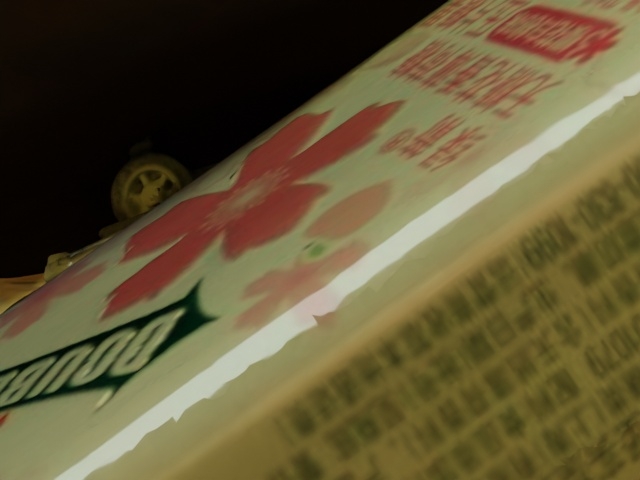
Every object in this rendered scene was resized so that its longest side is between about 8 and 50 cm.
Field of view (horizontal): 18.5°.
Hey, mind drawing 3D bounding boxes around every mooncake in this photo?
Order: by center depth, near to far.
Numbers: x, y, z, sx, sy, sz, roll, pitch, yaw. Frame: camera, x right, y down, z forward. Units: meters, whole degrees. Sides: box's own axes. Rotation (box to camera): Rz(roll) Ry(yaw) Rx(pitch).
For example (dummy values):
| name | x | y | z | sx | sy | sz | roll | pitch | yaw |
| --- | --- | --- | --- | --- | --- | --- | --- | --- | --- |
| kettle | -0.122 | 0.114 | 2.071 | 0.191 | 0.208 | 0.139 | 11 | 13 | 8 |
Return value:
| name | x | y | z | sx | sy | sz | roll | pitch | yaw |
| --- | --- | --- | --- | --- | --- | --- | --- | --- | --- |
| mooncake | -0.068 | -0.127 | 0.736 | 0.381 | 0.212 | 0.350 | -26 | -4 | 21 |

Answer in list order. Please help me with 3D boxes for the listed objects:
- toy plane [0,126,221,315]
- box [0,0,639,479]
| name | x | y | z | sx | sy | sz | roll | pitch | yaw |
| --- | --- | --- | --- | --- | --- | --- | --- | --- | --- |
| toy plane | -0.004 | -0.010 | 0.702 | 0.262 | 0.088 | 0.192 | -28 | -9 | 7 |
| box | -0.020 | 0.047 | 0.536 | 0.369 | 0.112 | 0.190 | -37 | 19 | -6 |
